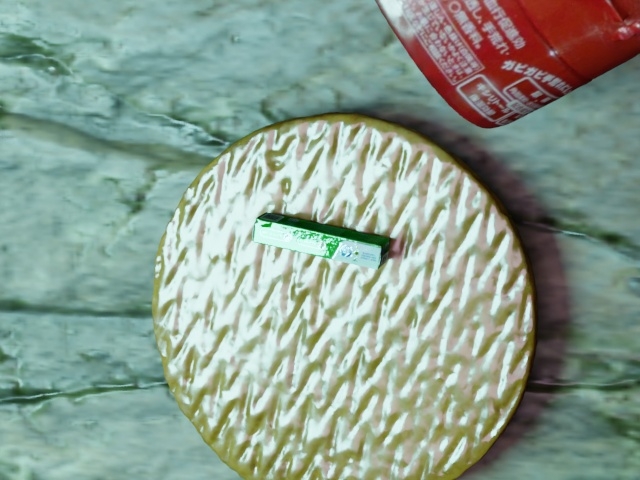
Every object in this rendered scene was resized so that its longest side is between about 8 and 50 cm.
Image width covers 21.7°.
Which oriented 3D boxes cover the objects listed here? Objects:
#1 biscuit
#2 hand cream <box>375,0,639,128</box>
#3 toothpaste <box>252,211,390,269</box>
[{"bbox_3d":[0.014,0.047,1.070,0.262,0.037,0.262,3,102,16],"label":"biscuit"},{"bbox_3d":[0.101,-0.167,0.919,0.125,0.193,0.193,-28,92,19],"label":"hand cream"},{"bbox_3d":[0.000,0.000,1.034,0.083,0.020,0.017,13,106,15],"label":"toothpaste"}]
